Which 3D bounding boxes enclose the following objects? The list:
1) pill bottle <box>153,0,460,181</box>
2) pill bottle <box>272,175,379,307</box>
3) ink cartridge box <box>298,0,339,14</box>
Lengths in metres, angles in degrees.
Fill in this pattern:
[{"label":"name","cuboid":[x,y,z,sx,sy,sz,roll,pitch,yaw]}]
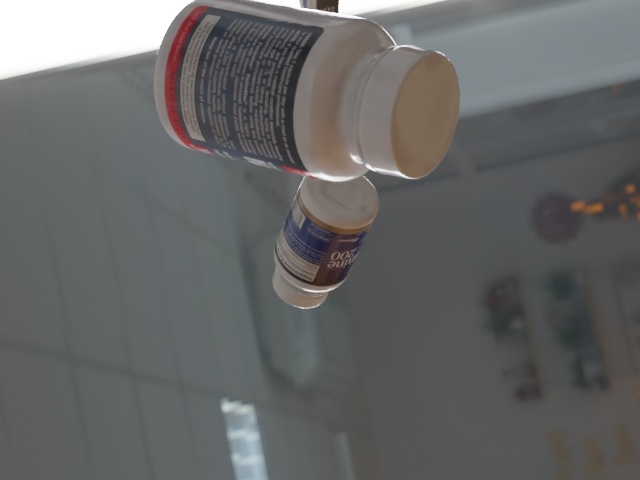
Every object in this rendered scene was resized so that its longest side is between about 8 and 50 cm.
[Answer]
[{"label":"pill bottle","cuboid":[-0.008,-0.095,1.191,0.108,0.180,0.108,-26,-57,-49]},{"label":"pill bottle","cuboid":[0.000,0.000,1.526,0.120,0.067,0.067,114,158,-44]},{"label":"ink cartridge box","cuboid":[-0.018,-0.379,2.142,0.206,0.045,0.208,91,165,-57]}]
